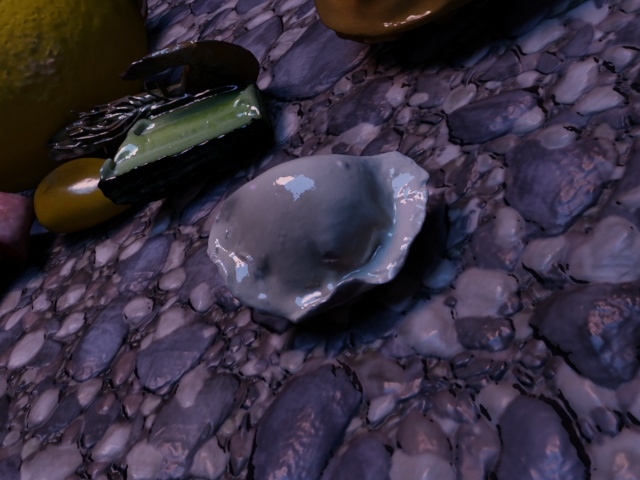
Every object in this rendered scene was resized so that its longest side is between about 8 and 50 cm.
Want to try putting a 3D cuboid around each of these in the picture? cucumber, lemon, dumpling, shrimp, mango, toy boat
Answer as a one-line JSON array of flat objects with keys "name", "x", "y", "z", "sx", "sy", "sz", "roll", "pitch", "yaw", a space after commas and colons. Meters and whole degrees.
[{"name": "cucumber", "x": -0.147, "y": -0.106, "z": 0.872, "sx": 0.193, "sy": 0.086, "sz": 0.115, "roll": -25, "pitch": 37, "yaw": 9}, {"name": "lemon", "x": -0.404, "y": -0.267, "z": 1.062, "sx": 0.364, "sy": 0.364, "sz": 0.364, "roll": -25, "pitch": 37, "yaw": 20}, {"name": "dumpling", "x": 0.000, "y": 0.000, "z": 0.601, "sx": 0.188, "sy": 0.108, "sz": 0.127, "roll": -15, "pitch": 65, "yaw": 10}, {"name": "shrimp", "x": -0.215, "y": -0.168, "z": 0.917, "sx": 0.296, "sy": 0.169, "sz": 0.058, "roll": -19, "pitch": 72, "yaw": 6}, {"name": "mango", "x": -0.281, "y": -0.059, "z": 0.948, "sx": 0.161, "sy": 0.076, "sz": 0.103, "roll": -10, "pitch": 35, "yaw": 23}, {"name": "toy boat", "x": -0.452, "y": 0.081, "z": 0.956, "sx": 0.206, "sy": 0.096, "sz": 0.282, "roll": -17, "pitch": 52, "yaw": 39}]

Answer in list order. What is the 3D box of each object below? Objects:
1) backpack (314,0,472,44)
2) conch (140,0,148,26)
[{"name": "backpack", "x": 0.143, "y": -0.366, "z": 0.798, "sx": 0.378, "sy": 0.201, "sz": 0.353, "roll": -49, "pitch": 31, "yaw": -20}, {"name": "conch", "x": -0.379, "y": -0.388, "z": 1.326, "sx": 0.275, "sy": 0.148, "sz": 0.183, "roll": -54, "pitch": -13, "yaw": -81}]
